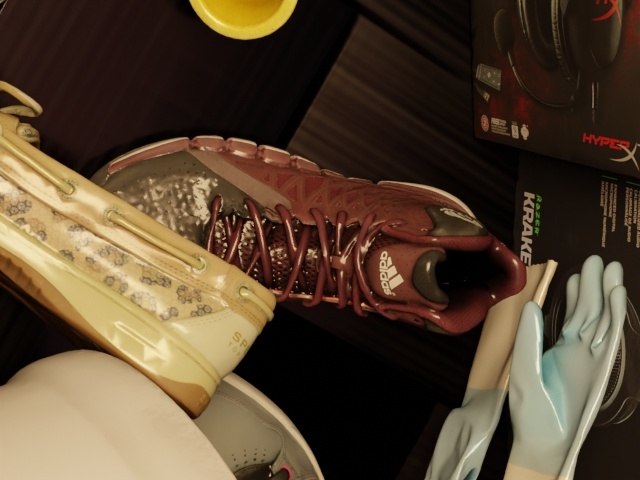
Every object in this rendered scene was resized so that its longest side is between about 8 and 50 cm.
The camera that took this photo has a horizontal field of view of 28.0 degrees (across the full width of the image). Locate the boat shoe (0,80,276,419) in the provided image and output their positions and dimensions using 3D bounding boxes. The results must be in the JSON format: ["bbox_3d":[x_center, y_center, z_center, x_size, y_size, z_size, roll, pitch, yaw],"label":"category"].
[{"bbox_3d":[-0.157,-0.017,0.726,0.285,0.104,0.089,40,73,-2],"label":"boat shoe"}]

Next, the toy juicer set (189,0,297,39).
[{"bbox_3d":[-0.032,-0.291,0.703,0.209,0.089,0.329,-19,109,18],"label":"toy juicer set"}]

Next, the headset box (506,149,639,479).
[{"bbox_3d":[0.247,0.069,0.824,0.131,0.283,0.246,-4,103,-21],"label":"headset box"}]

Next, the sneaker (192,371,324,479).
[{"bbox_3d":[-0.013,0.216,0.809,0.123,0.178,0.296,-37,111,-11],"label":"sneaker"}]

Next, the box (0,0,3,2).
[{"bbox_3d":[-0.240,-0.236,0.601,0.060,0.216,0.270,-41,115,-7],"label":"box"}]

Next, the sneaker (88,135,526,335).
[{"bbox_3d":[0.000,0.000,0.779,0.281,0.162,0.106,2,100,-21],"label":"sneaker"}]

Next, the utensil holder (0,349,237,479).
[{"bbox_3d":[-0.233,0.263,0.607,0.385,0.327,0.328,-18,107,-32],"label":"utensil holder"}]

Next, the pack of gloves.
[{"bbox_3d":[0.105,0.111,0.805,0.046,0.195,0.232,24,79,-15],"label":"pack of gloves"}]

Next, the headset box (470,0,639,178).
[{"bbox_3d":[0.183,-0.199,0.780,0.110,0.218,0.293,-8,104,-20],"label":"headset box"}]
